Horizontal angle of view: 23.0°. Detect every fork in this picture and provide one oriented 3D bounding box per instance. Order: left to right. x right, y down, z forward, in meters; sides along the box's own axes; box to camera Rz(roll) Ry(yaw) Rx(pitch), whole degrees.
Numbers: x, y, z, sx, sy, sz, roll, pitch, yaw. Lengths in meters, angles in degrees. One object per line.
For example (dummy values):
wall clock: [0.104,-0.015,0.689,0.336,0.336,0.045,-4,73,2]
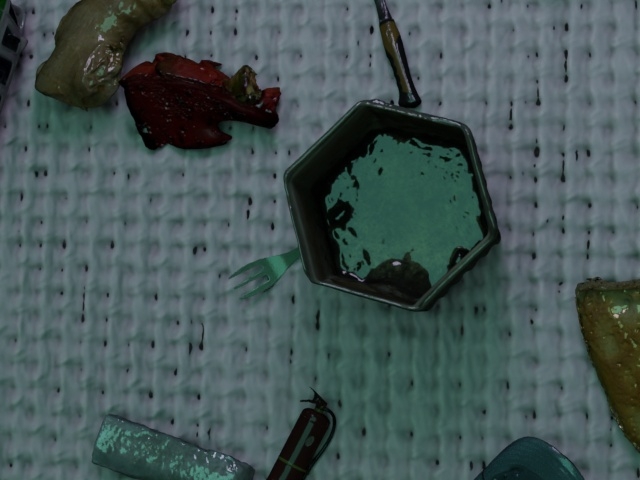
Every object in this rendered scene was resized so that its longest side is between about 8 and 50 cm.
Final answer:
fork: [0.000,0.000,1.867,0.235,0.021,0.039,-30,88,5]

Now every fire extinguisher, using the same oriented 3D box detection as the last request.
fire extinguisher: [-0.021,0.239,1.824,0.056,0.039,0.132,28,88,-17]

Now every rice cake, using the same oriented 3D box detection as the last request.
rice cake: [-0.176,0.259,1.845,0.206,0.063,0.069,20,84,15]

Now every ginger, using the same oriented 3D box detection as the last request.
ginger: [-0.268,-0.259,1.938,0.137,0.074,0.213,36,93,32]

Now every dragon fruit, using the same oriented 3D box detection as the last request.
dragon fruit: [-0.143,-0.164,1.887,0.192,0.092,0.123,12,85,15]

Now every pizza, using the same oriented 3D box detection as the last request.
pizza: [0.387,0.129,1.732,0.188,0.080,0.204,-12,88,35]

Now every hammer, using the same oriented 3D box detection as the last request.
hammer: [0.085,-0.253,1.884,0.078,0.021,0.201,-20,78,10]

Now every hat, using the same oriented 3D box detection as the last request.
hat: [0.227,0.303,1.740,0.138,0.078,0.191,45,112,24]

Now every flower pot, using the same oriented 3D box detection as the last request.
flower pot: [0.085,-0.036,1.752,0.239,0.189,0.209,15,90,9]

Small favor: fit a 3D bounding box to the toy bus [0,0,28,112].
toy bus: [-0.473,-0.189,1.925,0.143,0.179,0.306,13,85,31]
